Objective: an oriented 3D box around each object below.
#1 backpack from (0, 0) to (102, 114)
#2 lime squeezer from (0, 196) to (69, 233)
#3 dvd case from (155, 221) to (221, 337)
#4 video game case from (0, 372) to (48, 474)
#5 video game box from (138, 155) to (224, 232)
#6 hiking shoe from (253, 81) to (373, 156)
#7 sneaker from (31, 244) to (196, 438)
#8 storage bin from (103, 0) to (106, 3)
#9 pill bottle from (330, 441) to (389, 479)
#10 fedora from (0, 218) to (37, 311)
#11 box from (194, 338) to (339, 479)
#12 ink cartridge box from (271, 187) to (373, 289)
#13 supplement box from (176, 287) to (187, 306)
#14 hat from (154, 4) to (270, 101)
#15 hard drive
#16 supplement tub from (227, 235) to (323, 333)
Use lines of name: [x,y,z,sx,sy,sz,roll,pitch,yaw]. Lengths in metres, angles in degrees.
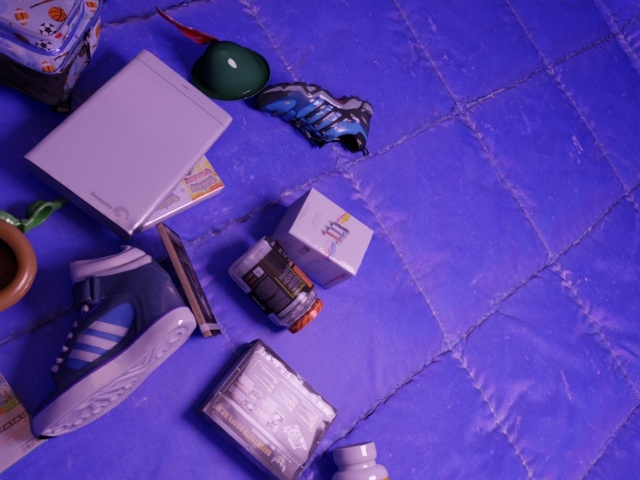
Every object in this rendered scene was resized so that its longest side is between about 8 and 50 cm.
backpack: [-0.546,-0.421,1.127,0.276,0.213,0.263,26,51,-15]
lime squeezer: [-0.545,-0.059,1.086,0.310,0.059,0.110,-12,48,-30]
dvd case: [-0.246,0.080,1.129,0.018,0.164,0.221,-25,84,-6]
video game case: [-0.543,0.296,0.968,0.119,0.015,0.166,-36,91,-33]
video game box: [-0.331,-0.140,1.227,0.205,0.048,0.187,-33,91,-33]
hiking shoe: [-0.011,-0.289,1.421,0.304,0.113,0.132,6,81,-19]
sneaker: [-0.399,0.154,1.042,0.323,0.130,0.236,-40,70,-8]
storage bin: [-0.479,-0.578,1.226,0.122,0.180,0.084,42,57,-9]
pill bottle: [0.085,0.510,1.174,0.117,0.117,0.208,-2,73,-29]
fedora: [-0.581,0.048,1.000,0.194,0.079,0.194,8,68,-20]
box: [-0.099,0.338,1.173,0.231,0.056,0.183,44,58,-8]
ink cartridge box: [0.000,0.000,1.309,0.176,0.128,0.127,35,59,-14]
supplement box: [-0.308,0.127,1.146,0.098,0.036,0.062,-3,74,-28]
hat: [-0.207,-0.422,1.289,0.208,0.183,0.173,-34,67,-23]
hard drive: [-0.363,-0.198,1.177,0.233,0.047,0.353,38,58,-9]
supplement tub: [-0.089,0.094,1.232,0.190,0.117,0.117,48,57,-5]
